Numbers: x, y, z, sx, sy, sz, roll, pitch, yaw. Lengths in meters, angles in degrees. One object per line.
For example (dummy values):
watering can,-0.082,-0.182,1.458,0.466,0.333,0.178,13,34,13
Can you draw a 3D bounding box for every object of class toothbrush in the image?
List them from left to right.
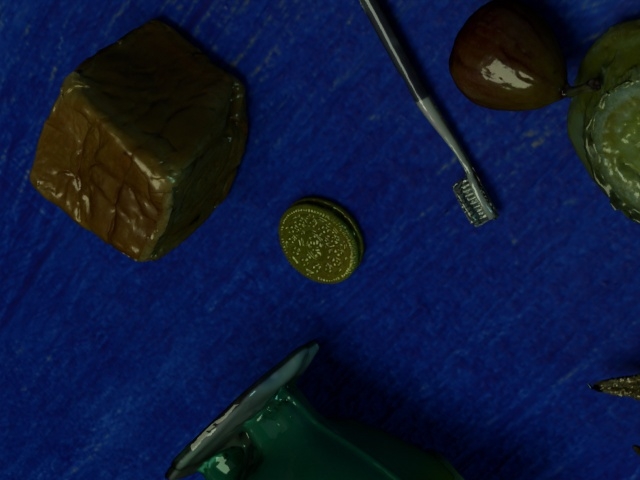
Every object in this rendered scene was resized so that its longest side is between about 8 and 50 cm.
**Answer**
toothbrush,0.073,-0.137,1.500,0.288,0.026,0.024,61,173,-14

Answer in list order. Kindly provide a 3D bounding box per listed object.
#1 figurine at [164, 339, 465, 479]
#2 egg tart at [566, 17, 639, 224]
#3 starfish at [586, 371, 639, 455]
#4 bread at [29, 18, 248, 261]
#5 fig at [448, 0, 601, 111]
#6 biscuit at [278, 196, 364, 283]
figurine,0.030,0.281,1.678,0.340,0.231,0.323,46,134,6
egg tart,0.265,-0.079,1.376,0.197,0.078,0.197,17,126,25
starfish,0.340,0.133,1.494,0.227,0.043,0.240,-17,113,42
bread,-0.156,-0.084,1.602,0.143,0.158,0.149,34,137,8
fig,0.160,-0.128,1.394,0.125,0.089,0.089,40,138,35
biscuit,0.000,0.000,1.644,0.084,0.023,0.084,18,130,23
